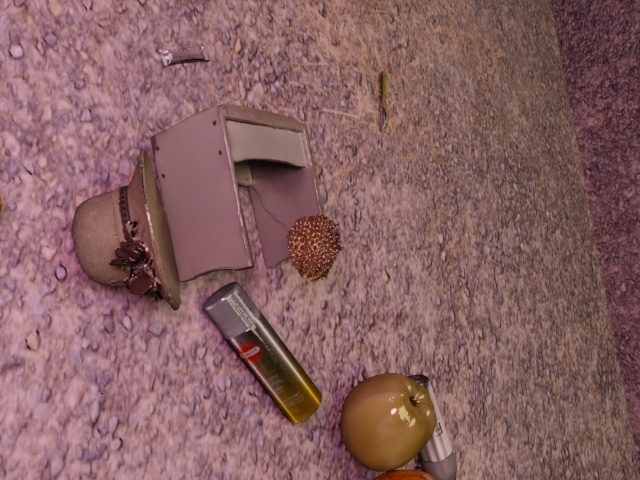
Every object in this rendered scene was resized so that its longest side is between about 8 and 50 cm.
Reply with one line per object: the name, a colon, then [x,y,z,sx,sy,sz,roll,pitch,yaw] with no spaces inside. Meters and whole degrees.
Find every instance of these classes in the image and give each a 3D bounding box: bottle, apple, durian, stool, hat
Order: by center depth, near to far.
hat: [-0.306,-0.003,0.842,0.130,0.257,0.257,-12,86,-10]
durian: [0.003,0.001,0.942,0.110,0.071,0.140,52,36,-34]
stool: [-0.134,-0.080,0.979,0.244,0.170,0.269,-6,83,-57]
bottle: [-0.105,0.208,1.012,0.286,0.082,0.082,56,48,-15]
apple: [0.134,0.366,1.116,0.200,0.200,0.200,14,69,-39]
bottle: [0.244,0.443,1.270,0.096,0.079,0.253,-18,90,-6]

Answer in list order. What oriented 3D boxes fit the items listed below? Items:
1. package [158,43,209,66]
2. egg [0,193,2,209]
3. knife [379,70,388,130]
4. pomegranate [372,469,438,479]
package: [-0.268,-0.365,1.076,0.110,0.015,0.037,-28,96,-45]
egg: [-0.484,-0.045,0.741,0.080,0.080,0.096,36,72,-30]
knife: [0.171,-0.378,1.480,0.026,0.022,0.184,5,74,-15]
pomegranate: [0.171,0.574,1.055,0.248,0.248,0.248,14,69,-39]
